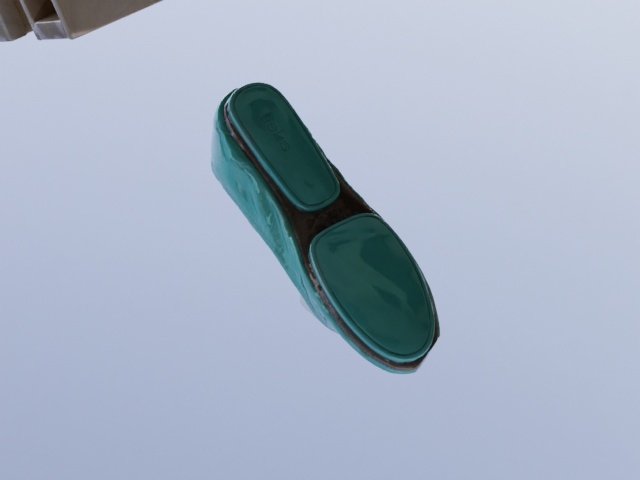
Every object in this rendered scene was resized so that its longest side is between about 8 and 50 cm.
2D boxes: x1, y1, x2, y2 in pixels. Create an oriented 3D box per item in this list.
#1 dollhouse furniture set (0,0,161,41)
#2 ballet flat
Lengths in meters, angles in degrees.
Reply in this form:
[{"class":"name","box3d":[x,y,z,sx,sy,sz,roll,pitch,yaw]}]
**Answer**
[{"class":"dollhouse furniture set","box3d":[-0.178,-0.305,0.931,0.198,0.286,0.303,-29,-71,-23]},{"class":"ballet flat","box3d":[0.000,0.000,1.026,0.083,0.087,0.247,-25,-109,-26]}]
